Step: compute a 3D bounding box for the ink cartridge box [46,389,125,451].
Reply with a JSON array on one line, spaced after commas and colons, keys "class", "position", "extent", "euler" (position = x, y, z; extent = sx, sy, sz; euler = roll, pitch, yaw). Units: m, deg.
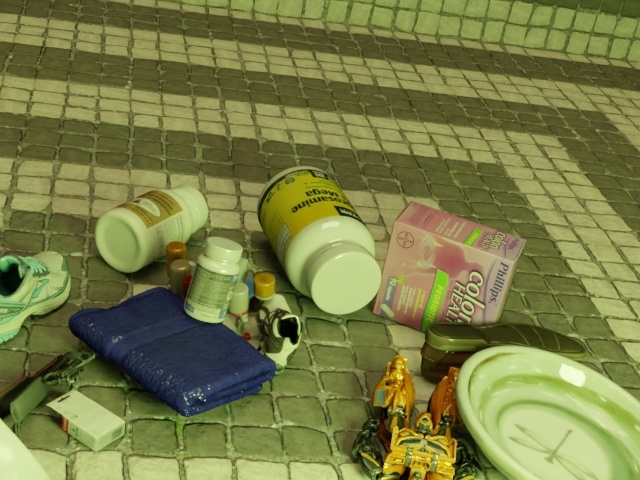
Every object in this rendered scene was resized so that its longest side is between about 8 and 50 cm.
[{"class": "ink cartridge box", "position": [-0.370, 0.281, 1.698], "extent": [0.115, 0.029, 0.063], "euler": [26, 32, 27]}]

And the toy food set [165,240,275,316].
[{"class": "toy food set", "position": [-0.200, 0.094, 2.020], "extent": [0.232, 0.104, 0.111], "euler": [16, 39, 17]}]

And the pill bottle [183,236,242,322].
[{"class": "pill bottle", "position": [-0.186, 0.068, 1.895], "extent": [0.078, 0.137, 0.078], "euler": [17, 16, -5]}]

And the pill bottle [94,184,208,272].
[{"class": "pill bottle", "position": [-0.334, -0.033, 2.181], "extent": [0.131, 0.131, 0.229], "euler": [24, 30, 22]}]

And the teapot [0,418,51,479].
[{"class": "teapot", "position": [-0.500, 0.304, 1.439], "extent": [0.252, 0.256, 0.187], "euler": [43, 70, 14]}]

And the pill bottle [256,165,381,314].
[{"class": "pill bottle", "position": [0.000, 0.000, 2.186], "extent": [0.188, 0.187, 0.334], "euler": [0, 30, -21]}]

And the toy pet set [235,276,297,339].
[{"class": "toy pet set", "position": [-0.107, 0.124, 2.046], "extent": [0.122, 0.065, 0.114], "euler": [-6, 33, -30]}]

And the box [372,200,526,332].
[{"class": "box", "position": [0.250, 0.071, 2.121], "extent": [0.243, 0.213, 0.117], "euler": [20, 29, 14]}]

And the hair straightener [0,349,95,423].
[{"class": "hair straightener", "position": [-0.428, 0.231, 1.743], "extent": [0.089, 0.047, 0.230], "euler": [-1, 15, 24]}]

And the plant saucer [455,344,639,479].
[{"class": "plant saucer", "position": [0.395, 0.334, 1.782], "extent": [0.401, 0.100, 0.400], "euler": [17, 29, -10]}]

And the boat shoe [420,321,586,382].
[{"class": "boat shoe", "position": [0.334, 0.218, 2.007], "extent": [0.308, 0.104, 0.110], "euler": [7, 20, -6]}]

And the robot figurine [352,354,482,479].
[{"class": "robot figurine", "position": [0.164, 0.309, 1.788], "extent": [0.211, 0.085, 0.291], "euler": [11, 28, 1]}]

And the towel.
[{"class": "towel", "position": [-0.254, 0.193, 1.853], "extent": [0.308, 0.076, 0.228], "euler": [29, 30, 33]}]

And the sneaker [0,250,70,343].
[{"class": "sneaker", "position": [-0.526, 0.074, 1.920], "extent": [0.110, 0.122, 0.283], "euler": [17, 28, 10]}]

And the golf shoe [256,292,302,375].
[{"class": "golf shoe", "position": [-0.064, 0.154, 1.951], "extent": [0.077, 0.094, 0.198], "euler": [30, 31, -23]}]
